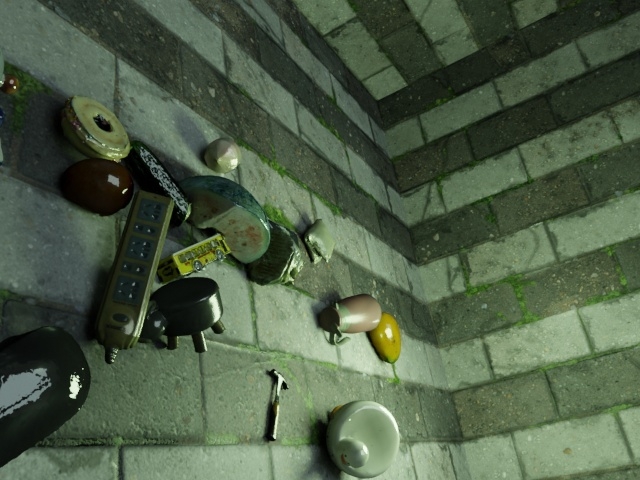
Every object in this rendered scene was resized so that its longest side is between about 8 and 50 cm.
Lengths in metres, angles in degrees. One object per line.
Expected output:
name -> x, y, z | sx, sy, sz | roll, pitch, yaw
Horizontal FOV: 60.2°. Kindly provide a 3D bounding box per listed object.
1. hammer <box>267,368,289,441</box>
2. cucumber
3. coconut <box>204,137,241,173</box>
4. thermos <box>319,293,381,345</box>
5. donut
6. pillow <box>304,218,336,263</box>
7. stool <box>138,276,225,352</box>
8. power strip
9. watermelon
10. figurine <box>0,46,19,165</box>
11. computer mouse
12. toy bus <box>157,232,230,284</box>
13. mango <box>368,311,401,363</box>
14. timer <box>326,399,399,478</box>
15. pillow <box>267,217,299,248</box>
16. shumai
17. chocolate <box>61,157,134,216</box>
hammer -> -0.123, 0.464, 1.546 | 0.078, 0.021, 0.201 | 49, 31, -36
cucumber -> -0.409, -0.146, 1.400 | 0.241, 0.074, 0.074 | 56, 27, -22
coconut -> -0.298, -0.254, 1.684 | 0.110, 0.110, 0.124 | 61, 18, -16
thermos -> 0.100, 0.292, 2.035 | 0.265, 0.145, 0.177 | -3, 98, -56
donut -> -0.512, -0.247, 1.251 | 0.174, 0.068, 0.175 | 46, 19, -22
pillow -> 0.000, 0.000, 2.123 | 0.134, 0.077, 0.181 | 61, 24, -14
stool -> -0.322, 0.175, 1.258 | 0.153, 0.227, 0.140 | 30, -47, 59
power strip -> -0.393, 0.068, 1.162 | 0.092, 0.066, 0.388 | 15, 63, -16
watermelon -> -0.245, -0.098, 1.558 | 0.322, 0.188, 0.175 | 45, 34, -44
figurine -> -0.637, -0.267, 0.972 | 0.193, 0.133, 0.275 | 21, 64, -44
computer mouse -> -0.485, 0.249, 0.889 | 0.168, 0.087, 0.295 | 67, 26, -11
toy bus -> -0.324, 0.049, 1.413 | 0.074, 0.081, 0.226 | 62, 28, -3
mango -> 0.274, 0.404, 2.311 | 0.221, 0.120, 0.151 | 67, 26, -18
timer -> 0.136, 0.613, 1.699 | 0.233, 0.240, 0.234 | 5, 76, -20
pillow -> -0.135, 0.008, 1.869 | 0.208, 0.055, 0.142 | 23, 60, -58
shumai -> -0.140, 0.058, 1.724 | 0.142, 0.183, 0.184 | 69, 8, -69
chocolate -> -0.487, -0.118, 1.198 | 0.124, 0.127, 0.133 | 44, 27, 26
